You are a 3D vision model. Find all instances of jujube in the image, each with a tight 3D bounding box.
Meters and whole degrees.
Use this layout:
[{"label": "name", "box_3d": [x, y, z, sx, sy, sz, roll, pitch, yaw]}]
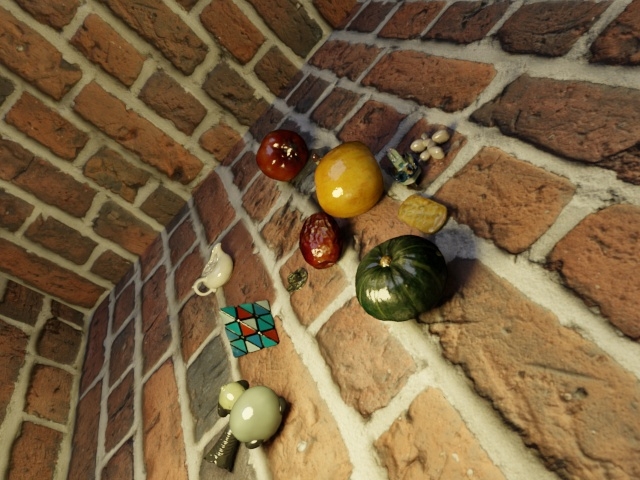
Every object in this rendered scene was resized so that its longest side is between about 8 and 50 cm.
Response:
[{"label": "jujube", "box_3d": [0.000, 0.000, 1.855, 0.183, 0.183, 0.243, -32, 49, 28]}]

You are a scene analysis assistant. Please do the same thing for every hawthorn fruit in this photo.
[{"label": "hawthorn fruit", "box_3d": [-0.223, -0.463, 2.499, 0.311, 0.295, 0.295, -23, 43, 38]}]

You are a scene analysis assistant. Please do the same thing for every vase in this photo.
[{"label": "vase", "box_3d": [-0.320, 0.701, 1.653, 0.115, 0.115, 0.237, -6, 51, 48]}]

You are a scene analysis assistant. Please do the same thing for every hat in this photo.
[{"label": "hat", "box_3d": [-0.115, 0.169, 1.952, 0.121, 0.050, 0.121, -32, 40, 31]}]

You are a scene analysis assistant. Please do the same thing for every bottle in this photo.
[{"label": "bottle", "box_3d": [-0.007, -0.411, 2.329, 0.063, 0.101, 0.047, 2, 60, 51]}]

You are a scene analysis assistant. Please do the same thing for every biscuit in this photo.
[{"label": "biscuit", "box_3d": [0.366, -0.100, 1.643, 0.118, 0.029, 0.247, -52, 33, 0]}]

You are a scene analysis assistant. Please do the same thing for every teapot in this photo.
[{"label": "teapot", "box_3d": [-0.566, 0.166, 2.427, 0.204, 0.139, 0.298, -8, 52, 44]}]

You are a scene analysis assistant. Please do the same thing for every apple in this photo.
[{"label": "apple", "box_3d": [0.110, -0.241, 1.841, 0.275, 0.299, 0.299, -24, 38, 7]}]

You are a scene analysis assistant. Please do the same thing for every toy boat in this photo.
[{"label": "toy boat", "box_3d": [0.324, -0.298, 1.804, 0.114, 0.115, 0.262, -41, 35, 16]}]

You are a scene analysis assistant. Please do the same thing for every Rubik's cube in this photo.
[{"label": "Rubik's cube", "box_3d": [-0.251, 0.338, 1.940, 0.250, 0.284, 0.234, 2, 34, 23]}]

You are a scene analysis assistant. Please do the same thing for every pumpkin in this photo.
[{"label": "pumpkin", "box_3d": [0.253, 0.121, 1.416, 0.300, 0.207, 0.300, -32, 25, 17]}]

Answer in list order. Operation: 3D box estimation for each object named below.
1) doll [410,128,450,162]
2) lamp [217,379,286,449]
[{"label": "doll", "box_3d": [0.433, -0.380, 1.804, 0.160, 0.059, 0.161, -9, 53, 45]}, {"label": "lamp", "box_3d": [-0.245, 0.589, 1.572, 0.244, 0.198, 0.198, 19, 73, 37]}]
